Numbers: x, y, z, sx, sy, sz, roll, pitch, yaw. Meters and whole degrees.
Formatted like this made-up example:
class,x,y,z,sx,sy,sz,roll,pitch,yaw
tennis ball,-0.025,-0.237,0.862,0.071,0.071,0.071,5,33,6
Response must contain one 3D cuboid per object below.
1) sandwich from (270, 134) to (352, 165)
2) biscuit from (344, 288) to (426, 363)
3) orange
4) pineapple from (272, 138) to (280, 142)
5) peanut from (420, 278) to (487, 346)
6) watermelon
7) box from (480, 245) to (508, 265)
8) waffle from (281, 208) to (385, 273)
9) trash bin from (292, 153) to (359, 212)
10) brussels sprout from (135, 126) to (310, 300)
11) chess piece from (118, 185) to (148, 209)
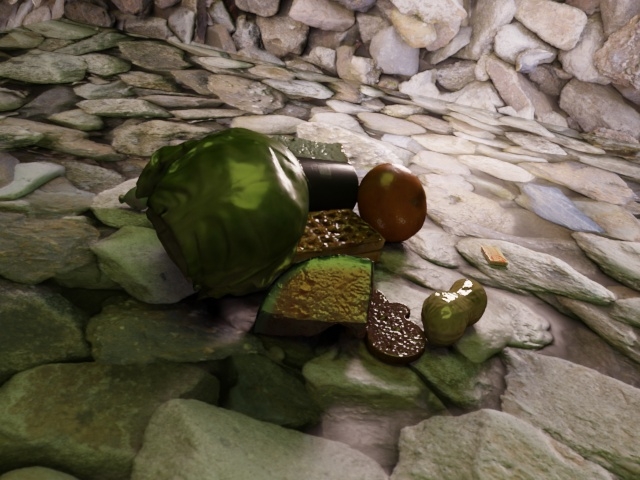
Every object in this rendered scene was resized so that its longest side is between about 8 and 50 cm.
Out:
class,x,y,z,sx,sy,sz,roll,pitch,yaw
sandwich,-0.061,-0.258,2.032,0.325,0.131,0.262,4,31,-10
biscuit,0.145,0.200,1.367,0.179,0.039,0.236,-13,36,-26
orange,0.210,-0.112,1.772,0.240,0.240,0.171,-13,4,-37
pineapple,-0.193,-0.234,1.842,0.114,0.186,0.236,27,-11,39
peanut,0.321,0.167,1.428,0.125,0.111,0.274,23,27,29
watermelon,0.005,0.129,1.313,0.318,0.148,0.226,-17,47,-25
box,0.533,0.047,1.812,0.058,0.015,0.093,8,28,-9
waffle,0.000,-0.001,1.630,0.307,0.091,0.213,-6,33,-30
trash bin,-0.067,-0.157,1.770,0.333,0.214,0.214,-4,31,-36
brussels sprout,-0.200,-0.076,1.355,0.361,0.343,0.425,-32,40,-14
chess piece,-0.439,-0.127,1.691,0.271,0.139,0.139,-4,30,-4
